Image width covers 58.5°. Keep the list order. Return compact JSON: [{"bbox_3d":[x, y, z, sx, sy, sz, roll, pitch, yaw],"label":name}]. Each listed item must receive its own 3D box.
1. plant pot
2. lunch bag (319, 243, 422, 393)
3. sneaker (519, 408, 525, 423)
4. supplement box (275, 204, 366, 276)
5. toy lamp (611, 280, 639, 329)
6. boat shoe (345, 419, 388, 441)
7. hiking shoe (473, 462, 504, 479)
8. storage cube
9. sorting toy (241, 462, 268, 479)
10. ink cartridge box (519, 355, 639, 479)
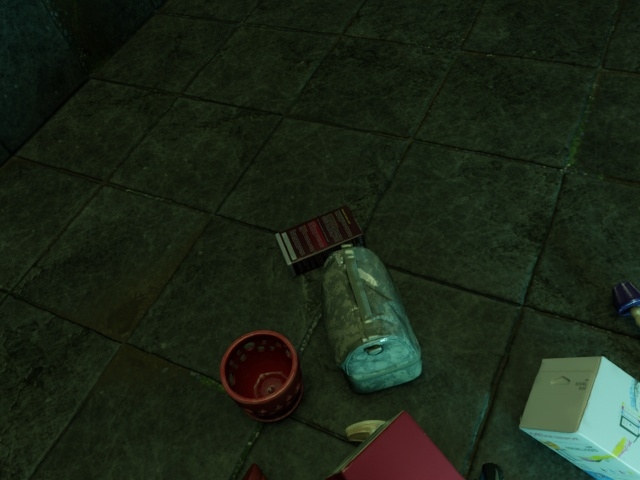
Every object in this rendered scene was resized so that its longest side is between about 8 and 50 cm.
[{"bbox_3d":[-0.132,0.343,1.415,0.191,0.174,0.191,-7,53,9],"label":"plant pot"},{"bbox_3d":[0.113,0.189,1.423,0.213,0.256,0.305,-15,51,1],"label":"lunch bag"},{"bbox_3d":[0.548,0.383,1.284,0.192,0.086,0.064,-12,52,4],"label":"sneaker"},{"bbox_3d":[0.000,0.000,1.707,0.239,0.073,0.130,-22,53,-3],"label":"supplement box"},{"bbox_3d":[0.780,0.222,1.361,0.080,0.080,0.274,-13,54,3],"label":"toy lamp"},{"bbox_3d":[0.143,0.457,1.336,0.170,0.063,0.059,-7,47,7],"label":"boat shoe"},{"bbox_3d":[0.289,0.590,1.171,0.132,0.113,0.304,16,59,22],"label":"hiking shoe"},{"bbox_3d":[0.149,0.500,1.179,0.215,0.183,0.193,-35,74,-24],"label":"storage cube"},{"bbox_3d":[-0.184,0.683,1.239,0.126,0.127,0.365,31,65,-3],"label":"sorting toy"},{"bbox_3d":[0.568,0.368,1.168,0.233,0.171,0.168,34,67,-10],"label":"ink cartridge box"}]
